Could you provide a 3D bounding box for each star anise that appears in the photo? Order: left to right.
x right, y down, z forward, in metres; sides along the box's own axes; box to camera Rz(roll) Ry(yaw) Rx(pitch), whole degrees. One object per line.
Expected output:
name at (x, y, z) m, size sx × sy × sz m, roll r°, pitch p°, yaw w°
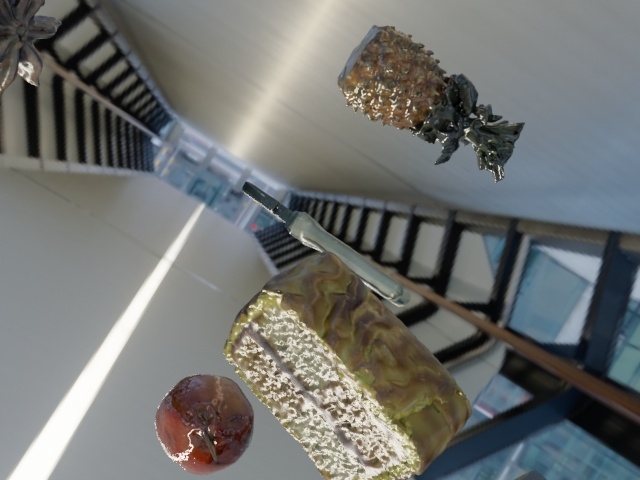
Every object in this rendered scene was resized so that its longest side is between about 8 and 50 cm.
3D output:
star anise at (-0.532, -0.364, 1.373) m, size 0.088 × 0.288 × 0.288 m, roll 25°, pitch 177°, yaw 15°

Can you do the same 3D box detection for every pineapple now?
pineapple at (0.179, -0.204, 1.272) m, size 0.310 × 0.170 × 0.141 m, roll 31°, pitch 147°, yaw -11°

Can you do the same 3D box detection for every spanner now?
spanner at (0.000, 0.000, 1.237) m, size 0.325 × 0.040 × 0.095 m, roll 35°, pitch 177°, yaw 22°

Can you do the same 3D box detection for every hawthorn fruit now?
hawthorn fruit at (-0.228, 0.380, 1.640) m, size 0.210 × 0.210 × 0.262 m, roll 32°, pitch 171°, yaw -14°

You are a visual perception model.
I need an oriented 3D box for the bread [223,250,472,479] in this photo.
bread at (0.019, 0.123, 0.744) m, size 0.222 × 0.096 × 0.181 m, roll 47°, pitch 141°, yaw 11°

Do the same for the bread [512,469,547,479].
bread at (0.270, 0.454, 1.218) m, size 0.142 × 0.212 × 0.224 m, roll 48°, pitch -167°, yaw 22°
